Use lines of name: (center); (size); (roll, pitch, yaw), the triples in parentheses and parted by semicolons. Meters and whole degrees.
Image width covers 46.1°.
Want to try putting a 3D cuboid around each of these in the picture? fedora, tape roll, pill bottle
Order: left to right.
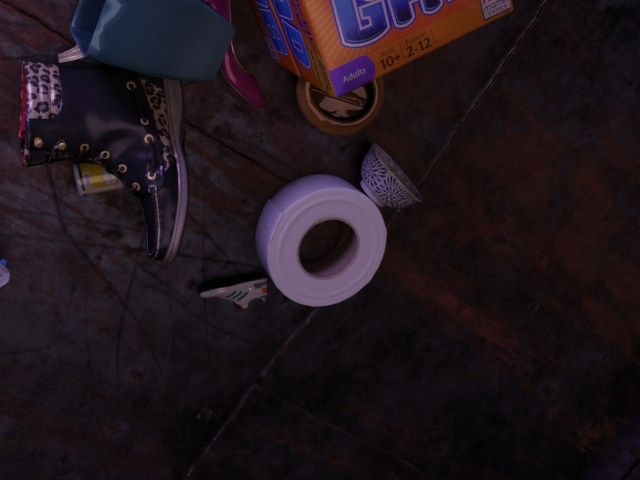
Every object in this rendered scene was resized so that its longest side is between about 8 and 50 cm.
pill bottle: (-0.417, -0.127, 1.462); (0.116, 0.065, 0.065); (-12, 116, -18)
tape roll: (0.000, 0.000, 1.676); (0.286, 0.100, 0.286); (-9, 116, -19)
fedora: (0.037, -0.314, 1.564); (0.194, 0.079, 0.194); (-6, 112, -14)

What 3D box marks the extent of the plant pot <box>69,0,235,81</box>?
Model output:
plant pot: (-0.281, -0.376, 1.303); (0.234, 0.166, 0.166); (15, 112, -35)

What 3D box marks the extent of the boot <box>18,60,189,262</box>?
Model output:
boot: (-0.389, -0.147, 1.358); (0.284, 0.138, 0.378); (0, 89, -28)

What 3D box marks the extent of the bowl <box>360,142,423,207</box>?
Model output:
bowl: (0.141, -0.125, 1.651); (0.080, 0.170, 0.170); (-41, 123, 15)

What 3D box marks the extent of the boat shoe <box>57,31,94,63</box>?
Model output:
boat shoe: (-0.419, -0.363, 1.370); (0.135, 0.050, 0.045); (-29, 113, -16)

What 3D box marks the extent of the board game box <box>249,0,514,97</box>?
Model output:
board game box: (0.059, -0.518, 1.321); (0.356, 0.356, 0.357); (-28, 120, -9)

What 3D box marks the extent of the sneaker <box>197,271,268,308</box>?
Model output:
sneaker: (-0.191, 0.122, 1.672); (0.161, 0.057, 0.075); (-11, 110, -22)

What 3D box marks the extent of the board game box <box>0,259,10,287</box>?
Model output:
board game box: (-0.835, 0.032, 1.336); (0.390, 0.050, 0.390); (-34, 122, 4)

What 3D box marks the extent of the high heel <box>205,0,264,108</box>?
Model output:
high heel: (-0.158, -0.375, 1.455); (0.117, 0.082, 0.244); (-38, 109, 6)
